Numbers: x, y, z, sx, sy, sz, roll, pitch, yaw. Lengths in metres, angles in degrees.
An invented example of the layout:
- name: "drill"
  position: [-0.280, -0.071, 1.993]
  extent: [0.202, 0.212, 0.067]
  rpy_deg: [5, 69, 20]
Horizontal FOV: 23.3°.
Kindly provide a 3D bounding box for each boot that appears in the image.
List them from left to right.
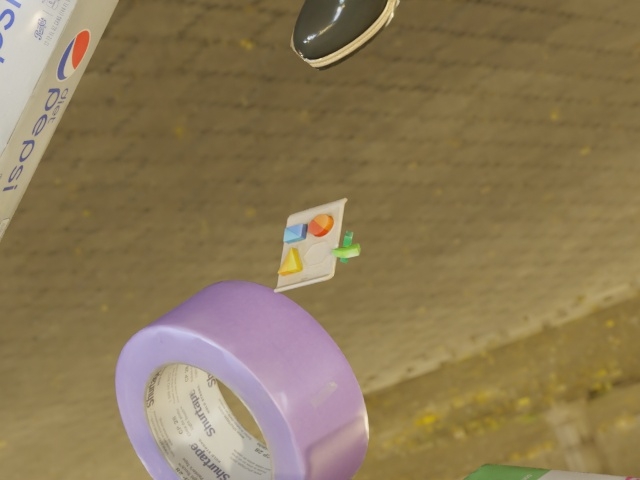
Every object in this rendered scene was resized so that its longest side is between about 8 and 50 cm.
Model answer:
- name: "boot"
  position: [0.026, -0.236, 1.235]
  extent: [0.198, 0.077, 0.137]
  rpy_deg: [-53, 158, 7]

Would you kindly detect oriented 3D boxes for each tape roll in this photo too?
- name: "tape roll"
  position: [-0.061, 0.130, 1.177]
  extent: [0.080, 0.189, 0.189]
  rpy_deg: [-35, 179, -43]

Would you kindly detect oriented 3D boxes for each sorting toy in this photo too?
- name: "sorting toy"
  position: [0.000, 0.000, 1.020]
  extent: [0.012, 0.062, 0.083]
  rpy_deg: [29, 152, -33]

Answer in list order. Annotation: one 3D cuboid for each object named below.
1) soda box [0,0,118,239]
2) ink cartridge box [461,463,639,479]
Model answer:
- name: "soda box"
  position: [-0.258, -0.128, 1.242]
  extent: [0.286, 0.098, 0.091]
  rpy_deg: [-62, 172, 12]
- name: "ink cartridge box"
  position: [0.164, 0.210, 0.815]
  extent: [0.212, 0.154, 0.093]
  rpy_deg: [-1, -165, 39]
